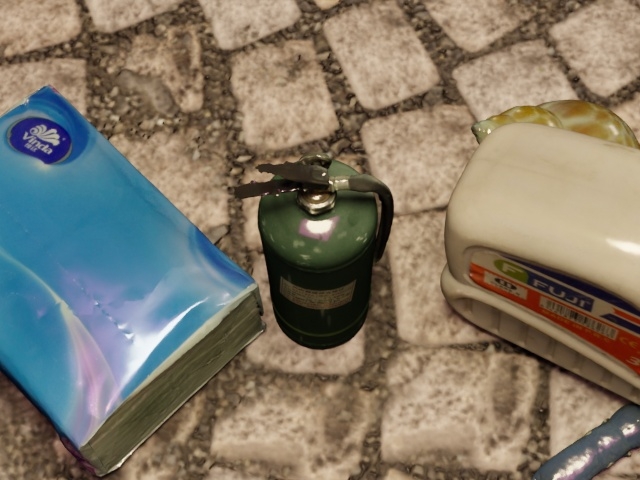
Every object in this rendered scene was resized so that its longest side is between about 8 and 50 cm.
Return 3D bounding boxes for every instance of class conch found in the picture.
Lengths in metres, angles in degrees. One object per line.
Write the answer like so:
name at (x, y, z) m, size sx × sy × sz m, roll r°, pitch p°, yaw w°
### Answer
conch at (0.230, -0.069, 0.946) m, size 0.116 × 0.106 × 0.173 m, roll -42°, pitch 87°, yaw 6°

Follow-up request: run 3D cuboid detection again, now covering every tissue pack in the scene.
tissue pack at (-0.208, 0.032, 0.889) m, size 0.198 × 0.146 × 0.263 m, roll -43°, pitch 74°, yaw -16°

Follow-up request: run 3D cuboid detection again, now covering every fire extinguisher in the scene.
fire extinguisher at (0.000, 0.000, 0.818) m, size 0.118 × 0.294 × 0.093 m, roll -7°, pitch 68°, yaw -2°

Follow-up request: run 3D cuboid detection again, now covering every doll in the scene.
doll at (0.231, 0.182, 0.889) m, size 0.125 × 0.027 × 0.037 m, roll -32°, pitch 71°, yaw -7°

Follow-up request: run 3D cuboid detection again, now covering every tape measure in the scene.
tape measure at (0.231, 0.026, 0.838) m, size 0.258 × 0.265 × 0.130 m, roll 26°, pitch 69°, yaw 18°
